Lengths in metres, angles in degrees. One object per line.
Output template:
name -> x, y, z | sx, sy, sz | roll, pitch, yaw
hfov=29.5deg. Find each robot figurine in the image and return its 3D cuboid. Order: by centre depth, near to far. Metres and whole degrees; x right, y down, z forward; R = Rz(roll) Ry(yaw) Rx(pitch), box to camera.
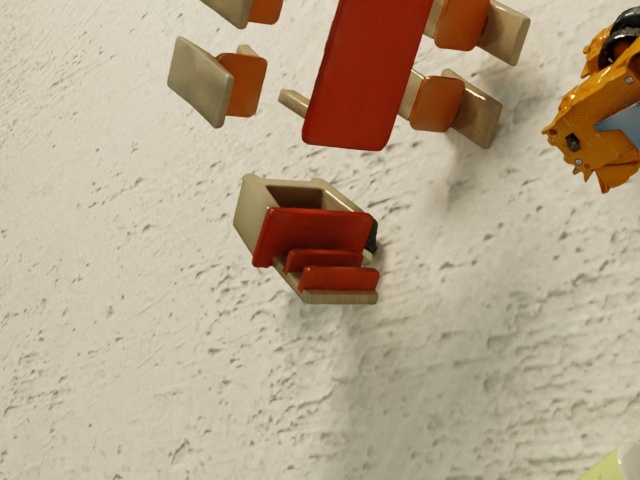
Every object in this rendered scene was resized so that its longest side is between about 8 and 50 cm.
robot figurine -> 0.282, -0.149, 0.763 | 0.291, 0.085, 0.211 | -32, 15, 38

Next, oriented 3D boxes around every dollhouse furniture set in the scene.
dollhouse furniture set -> 0.023, -0.094, 0.959 | 0.135, 0.262, 0.259 | 45, 125, 50

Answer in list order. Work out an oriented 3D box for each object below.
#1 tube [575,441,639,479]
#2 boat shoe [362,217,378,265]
tube -> 0.138, 0.226, 0.806 | 0.240, 0.062, 0.070 | -49, -1, 31
boat shoe -> 0.001, 0.001, 1.107 | 0.133, 0.049, 0.042 | -6, 61, 48
